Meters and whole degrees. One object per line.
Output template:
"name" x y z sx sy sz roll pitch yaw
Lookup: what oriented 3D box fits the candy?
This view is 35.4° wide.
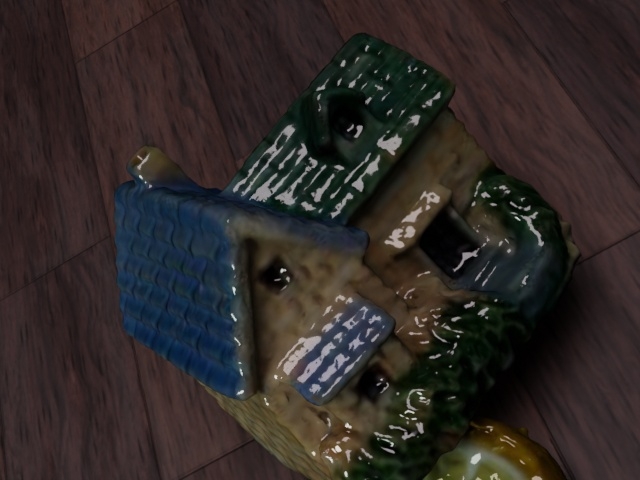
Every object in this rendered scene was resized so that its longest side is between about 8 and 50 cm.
"candy" 0.155 0.317 1.096 0.260 0.118 0.260 -17 50 22

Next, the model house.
"model house" 0.000 0.000 1.162 0.445 0.400 0.395 -47 25 -13
